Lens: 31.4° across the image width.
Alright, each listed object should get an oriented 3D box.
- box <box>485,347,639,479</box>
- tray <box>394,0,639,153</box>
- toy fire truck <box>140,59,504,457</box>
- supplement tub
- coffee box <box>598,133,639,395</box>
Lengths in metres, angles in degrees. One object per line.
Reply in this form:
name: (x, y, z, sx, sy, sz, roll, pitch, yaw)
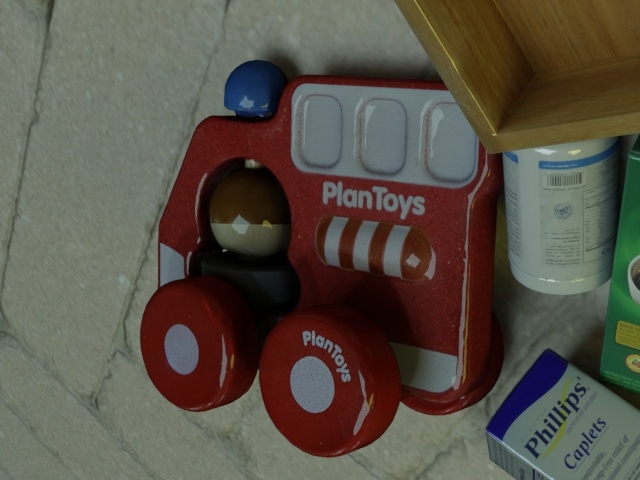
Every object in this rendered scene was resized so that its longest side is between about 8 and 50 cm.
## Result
box: (0.186, 0.150, 0.762, 0.137, 0.072, 0.126, 35, 169, 19)
tray: (0.075, -0.227, 0.510, 0.202, 0.076, 0.411, -5, 130, 47)
toy fire truck: (0.000, 0.000, 0.827, 0.302, 0.169, 0.254, 11, 102, 39)
supplement tub: (0.149, -0.029, 0.703, 0.071, 0.071, 0.107, 18, 131, 35)
coffee box: (0.230, 0.025, 0.670, 0.113, 0.040, 0.184, 15, 133, 24)
